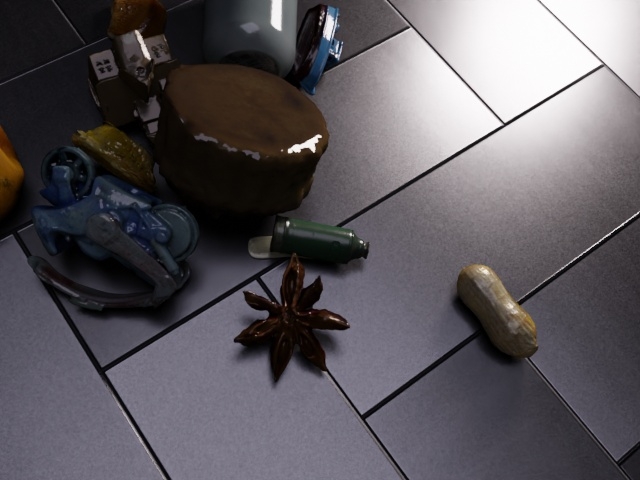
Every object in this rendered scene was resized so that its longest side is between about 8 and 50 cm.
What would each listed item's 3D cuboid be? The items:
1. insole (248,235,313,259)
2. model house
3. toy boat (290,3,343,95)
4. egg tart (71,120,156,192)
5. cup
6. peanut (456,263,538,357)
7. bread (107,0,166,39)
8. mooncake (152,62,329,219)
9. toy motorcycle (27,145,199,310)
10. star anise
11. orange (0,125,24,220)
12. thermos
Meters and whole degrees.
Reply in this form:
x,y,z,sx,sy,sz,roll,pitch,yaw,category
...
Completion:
x,y,z,sx,sy,sz,roll,pitch,yaw,category
-0.047,0.011,1.456,0.192,0.010,0.063,-2,64,-8,insole
-0.349,-0.277,1.495,0.181,0.176,0.248,-23,85,-17,model house
-0.004,-0.419,1.638,0.097,0.100,0.223,28,64,-33,toy boat
-0.379,-0.161,1.403,0.191,0.191,0.074,35,82,10,egg tart
-0.151,-0.489,1.584,0.205,0.205,0.312,3,64,-5,cup
0.334,0.134,1.399,0.087,0.087,0.207,-28,69,-19,peanut
-0.411,-0.494,1.646,0.126,0.044,0.129,5,66,-3,bread
-0.157,-0.188,1.402,0.324,0.187,0.324,14,38,-11,mooncake
-0.385,-0.002,1.308,0.319,0.182,0.241,29,74,-1,toy motorcycle
-0.049,0.148,1.333,0.196,0.111,0.212,28,71,13,star anise
-0.680,-0.136,1.356,0.249,0.183,0.249,4,62,-7,orange
0.000,0.004,1.425,0.187,0.083,0.073,11,84,-5,thermos
